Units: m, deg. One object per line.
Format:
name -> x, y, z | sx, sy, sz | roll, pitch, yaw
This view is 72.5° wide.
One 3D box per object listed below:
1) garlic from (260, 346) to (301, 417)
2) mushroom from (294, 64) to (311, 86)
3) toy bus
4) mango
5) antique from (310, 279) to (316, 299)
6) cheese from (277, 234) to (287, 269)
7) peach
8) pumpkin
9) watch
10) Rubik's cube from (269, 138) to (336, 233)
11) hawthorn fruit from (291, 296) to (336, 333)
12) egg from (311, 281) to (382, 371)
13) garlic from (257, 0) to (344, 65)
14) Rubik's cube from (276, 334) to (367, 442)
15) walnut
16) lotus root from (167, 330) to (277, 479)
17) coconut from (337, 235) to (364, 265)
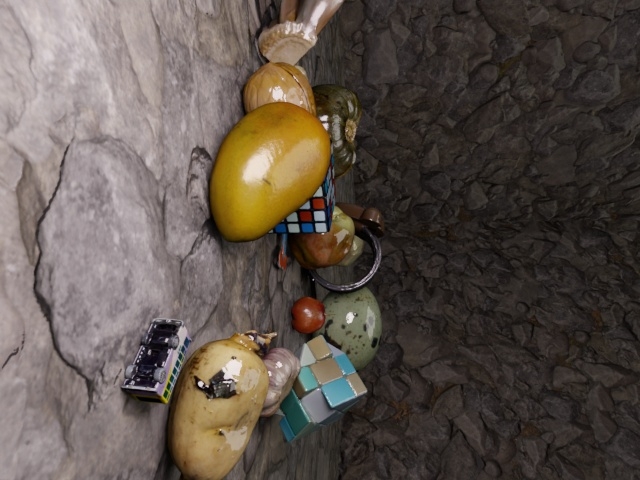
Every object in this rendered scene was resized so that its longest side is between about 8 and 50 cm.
garlic -> -0.118, 0.322, 1.009 | 0.159, 0.102, 0.147 | -59, 159, -25
mushroom -> -0.081, -0.407, 1.197 | 0.148, 0.112, 0.147 | 5, 90, -89
toy bus -> -0.214, 0.161, 0.584 | 0.058, 0.052, 0.102 | 83, 13, -47
mango -> -0.101, -0.137, 0.851 | 0.317, 0.173, 0.211 | -57, 139, -30
antique -> -0.027, 0.234, 1.821 | 0.031, 0.015, 0.191 | -74, 162, -64
cheese -> -0.106, -0.037, 1.292 | 0.106, 0.037, 0.255 | 59, 34, -70
peach -> 0.000, 0.000, 1.408 | 0.214, 0.215, 0.235 | -79, -174, -50
pumpkin -> -0.011, -0.387, 1.471 | 0.232, 0.242, 0.324 | 16, 76, -50
watch -> 0.068, 0.031, 1.672 | 0.314, 0.336, 0.326 | 75, 36, -76
Rubik's cube -> -0.062, -0.137, 1.107 | 0.187, 0.182, 0.184 | -78, 166, -49
hawthorn fruit -> -0.036, 0.254, 1.462 | 0.125, 0.140, 0.125 | -167, -90, -69
egg -> 0.111, 0.358, 1.786 | 0.287, 0.288, 0.378 | 34, 73, -79
garlic -> -0.038, -0.600, 1.146 | 0.132, 0.279, 0.324 | 40, 49, -31
Rubik's cube -> -0.028, 0.386, 1.177 | 0.212, 0.225, 0.265 | 55, -50, 28
walnut -> -0.093, -0.306, 1.004 | 0.167, 0.168, 0.207 | -81, 165, -44
lotus root -> -0.157, 0.248, 0.670 | 0.154, 0.140, 0.256 | 100, 6, -61
coconut -> 0.115, 0.016, 2.141 | 0.224, 0.225, 0.223 | 0, 90, -81
